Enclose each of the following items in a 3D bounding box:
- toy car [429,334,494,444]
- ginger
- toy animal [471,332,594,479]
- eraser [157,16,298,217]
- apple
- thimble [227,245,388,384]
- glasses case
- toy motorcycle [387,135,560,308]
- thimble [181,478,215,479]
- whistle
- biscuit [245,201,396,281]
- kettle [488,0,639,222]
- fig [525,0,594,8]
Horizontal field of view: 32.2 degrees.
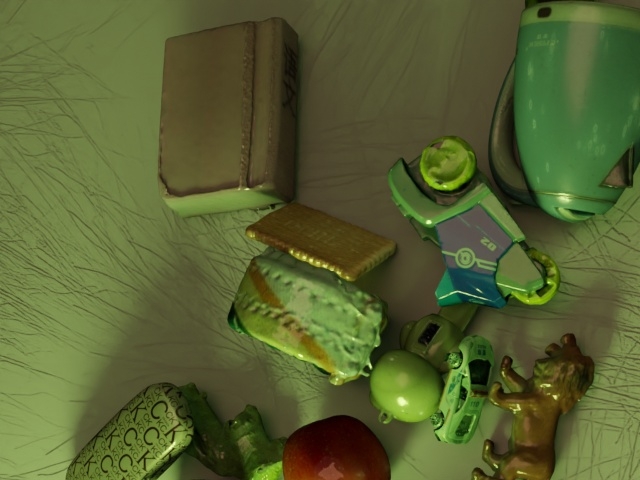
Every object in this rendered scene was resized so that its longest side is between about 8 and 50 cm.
[{"bbox_3d":[0.240,0.247,1.817,0.058,0.093,0.186,20,96,49],"label":"toy car"},{"bbox_3d":[-0.174,0.357,2.026,0.290,0.089,0.137,16,100,33],"label":"ginger"},{"bbox_3d":[0.345,0.296,1.797,0.157,0.097,0.312,11,81,21],"label":"toy animal"},{"bbox_3d":[-0.183,-0.241,2.194,0.272,0.122,0.359,-5,71,23],"label":"eraser"},{"bbox_3d":[0.027,0.384,1.869,0.181,0.181,0.168,-25,64,16],"label":"apple"},{"bbox_3d":[-0.016,0.132,1.914,0.288,0.254,0.167,21,84,48],"label":"thimble"},{"bbox_3d":[-0.358,0.400,2.055,0.354,0.085,0.137,-45,61,28],"label":"glasses case"},{"bbox_3d":[0.247,-0.001,1.875,0.200,0.191,0.326,-34,66,6],"label":"toy motorcycle"},{"bbox_3d":[-0.215,0.513,1.957,0.211,0.149,0.185,21,85,28],"label":"thimble"},{"bbox_3d":[0.191,0.201,1.897,0.141,0.141,0.294,30,58,29],"label":"whistle"},{"bbox_3d":[0.000,0.001,2.029,0.249,0.160,0.030,22,124,28],"label":"biscuit"},{"bbox_3d":[0.413,-0.203,1.865,0.319,0.247,0.342,10,92,55],"label":"kettle"},{"bbox_3d":[0.422,-0.411,1.985,0.123,0.123,0.156,26,125,29],"label":"fig"}]
